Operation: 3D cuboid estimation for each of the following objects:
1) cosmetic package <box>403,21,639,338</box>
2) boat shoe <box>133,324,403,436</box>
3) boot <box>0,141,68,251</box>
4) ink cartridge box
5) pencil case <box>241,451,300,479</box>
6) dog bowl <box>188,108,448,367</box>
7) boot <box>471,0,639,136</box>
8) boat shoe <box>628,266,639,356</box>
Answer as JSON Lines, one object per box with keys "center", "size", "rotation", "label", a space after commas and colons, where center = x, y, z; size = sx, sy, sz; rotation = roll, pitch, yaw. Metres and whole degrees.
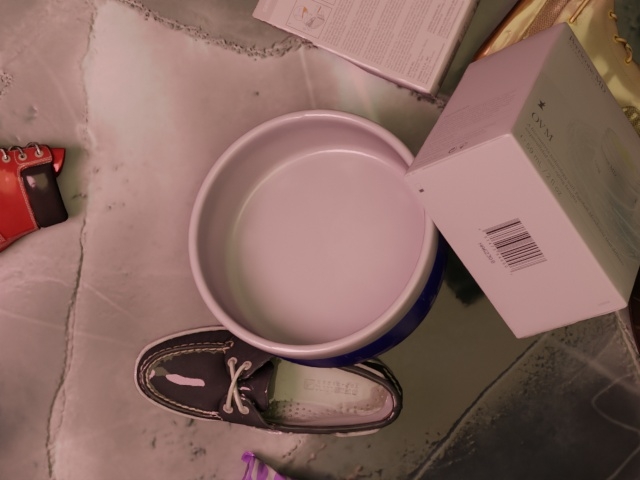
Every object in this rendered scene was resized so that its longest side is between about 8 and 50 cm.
{"center": [0.231, -0.064, 1.371], "size": [0.138, 0.224, 0.224], "rotation": [-22, 115, 37], "label": "cosmetic package"}
{"center": [-0.057, 0.157, 1.465], "size": [0.303, 0.091, 0.114], "rotation": [2, 93, -4], "label": "boat shoe"}
{"center": [-0.380, -0.105, 1.435], "size": [0.176, 0.088, 0.244], "rotation": [-28, 103, -2], "label": "boot"}
{"center": [0.062, -0.284, 1.482], "size": [0.225, 0.056, 0.181], "rotation": [25, 91, 14], "label": "ink cartridge box"}
{"center": [0.001, 0.308, 1.484], "size": [0.206, 0.086, 0.088], "rotation": [20, 57, -7], "label": "pencil case"}
{"center": [0.000, 0.000, 1.404], "size": [0.265, 0.104, 0.265], "rotation": [-4, 75, 15], "label": "dog bowl"}
{"center": [0.323, -0.229, 1.461], "size": [0.203, 0.095, 0.262], "rotation": [40, 99, -4], "label": "boot"}
{"center": [0.434, 0.146, 1.498], "size": [0.104, 0.111, 0.307], "rotation": [-19, 104, -6], "label": "boat shoe"}
